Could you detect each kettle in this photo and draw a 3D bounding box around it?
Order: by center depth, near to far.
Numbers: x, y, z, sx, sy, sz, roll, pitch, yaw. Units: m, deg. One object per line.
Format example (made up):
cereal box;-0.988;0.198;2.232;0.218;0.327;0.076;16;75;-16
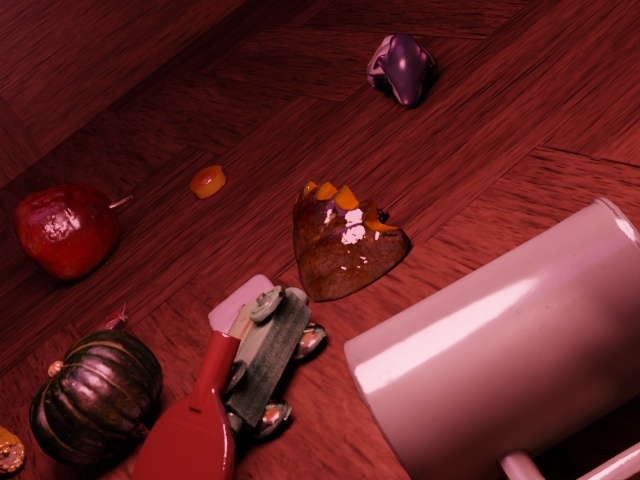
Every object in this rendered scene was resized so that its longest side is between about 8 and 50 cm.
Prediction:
kettle;0.212;0.128;1.088;0.318;0.205;0.265;-30;21;4

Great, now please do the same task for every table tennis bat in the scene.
table tennis bat;-0.169;0.266;1.367;0.200;0.038;0.310;5;72;50

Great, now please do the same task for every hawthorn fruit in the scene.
hawthorn fruit;-0.533;-0.032;2.382;0.266;0.210;0.230;-22;10;-5

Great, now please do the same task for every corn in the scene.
corn;-0.573;0.351;1.851;0.238;0.080;0.080;3;44;51

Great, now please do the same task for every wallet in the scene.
wallet;-0.124;0.112;1.745;0.124;0.032;0.183;-38;16;-4

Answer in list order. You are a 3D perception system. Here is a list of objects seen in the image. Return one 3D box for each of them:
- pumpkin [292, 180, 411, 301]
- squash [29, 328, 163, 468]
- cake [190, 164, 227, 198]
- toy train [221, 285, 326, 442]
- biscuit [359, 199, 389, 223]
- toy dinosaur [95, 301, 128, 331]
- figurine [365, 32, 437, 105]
pumpkin;0.000;0.000;1.694;0.149;0.130;0.254;-46;27;-24
squash;-0.338;0.240;1.629;0.218;0.172;0.218;-31;29;19
cake;-0.248;-0.130;2.370;0.084;0.044;0.084;-27;25;14
toy train;-0.105;0.185;1.527;0.177;0.116;0.285;-32;22;39
biscuit;0.074;-0.039;1.794;0.089;0.027;0.087;-24;27;25
toy dinosaur;-0.402;0.195;1.976;0.108;0.032;0.220;-15;40;32
figurine;0.166;-0.348;2.128;0.145;0.145;0.222;-31;23;10
